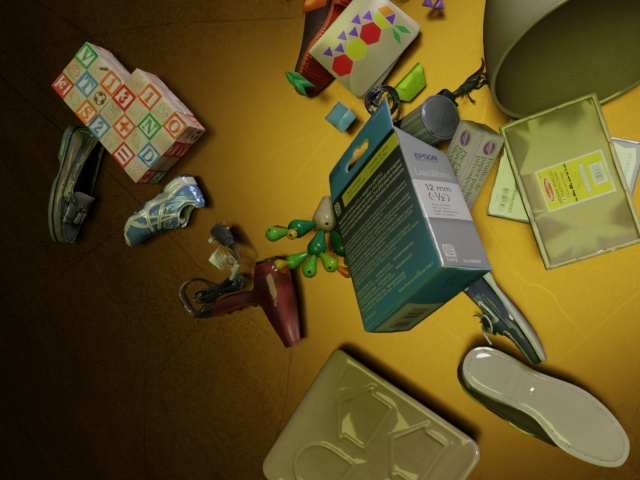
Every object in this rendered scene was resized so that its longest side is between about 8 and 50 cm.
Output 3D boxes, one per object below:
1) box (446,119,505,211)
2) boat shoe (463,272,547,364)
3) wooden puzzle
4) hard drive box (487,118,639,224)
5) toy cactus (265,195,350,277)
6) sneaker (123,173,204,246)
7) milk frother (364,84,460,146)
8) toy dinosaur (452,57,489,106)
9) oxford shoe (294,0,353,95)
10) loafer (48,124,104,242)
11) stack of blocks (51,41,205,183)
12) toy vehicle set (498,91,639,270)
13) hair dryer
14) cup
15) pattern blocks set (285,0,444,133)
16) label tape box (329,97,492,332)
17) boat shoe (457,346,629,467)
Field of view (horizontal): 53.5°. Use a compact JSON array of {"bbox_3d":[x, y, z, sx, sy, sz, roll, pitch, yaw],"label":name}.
[{"bbox_3d":[0.231,-0.059,1.166,0.067,0.063,0.323,55,133,48],"label":"box"},{"bbox_3d":[0.325,0.132,1.194,0.079,0.095,0.254,-38,82,12],"label":"boat shoe"},{"bbox_3d":[0.096,0.437,1.286,0.348,0.080,0.322,34,100,15],"label":"wooden puzzle"},{"bbox_3d":[0.438,-0.108,1.153,0.232,0.089,0.180,14,97,14],"label":"hard drive box"},{"bbox_3d":[0.000,0.000,1.265,0.219,0.112,0.180,18,63,-6],"label":"toy cactus"},{"bbox_3d":[-0.340,-0.050,1.367,0.211,0.080,0.081,-40,80,15],"label":"sneaker"},{"bbox_3d":[0.165,-0.236,1.178,0.143,0.135,0.129,20,71,-19],"label":"milk frother"},{"bbox_3d":[0.283,-0.293,1.221,0.082,0.047,0.090,-14,56,24],"label":"toy dinosaur"},{"bbox_3d":[0.009,-0.420,1.264,0.098,0.097,0.271,40,108,40],"label":"oxford shoe"},{"bbox_3d":[-0.538,-0.120,1.412,0.084,0.096,0.267,10,94,8],"label":"loafer"},{"bbox_3d":[-0.414,-0.286,1.369,0.171,0.087,0.297,-45,82,13],"label":"stack of blocks"},{"bbox_3d":[0.429,-0.099,1.091,0.166,0.035,0.266,-18,88,15],"label":"toy vehicle set"},{"bbox_3d":[-0.148,0.118,1.344,0.294,0.080,0.223,37,115,17],"label":"hair dryer"},{"bbox_3d":[0.408,-0.394,1.057,0.331,0.331,0.236,-22,63,15],"label":"cup"},{"bbox_3d":[0.087,-0.380,1.207,0.325,0.026,0.285,-39,108,7],"label":"pattern blocks set"},{"bbox_3d":[0.140,-0.041,1.147,0.249,0.115,0.347,-50,44,48],"label":"label tape box"},{"bbox_3d":[0.406,0.312,1.183,0.325,0.096,0.116,29,69,10],"label":"boat shoe"}]
